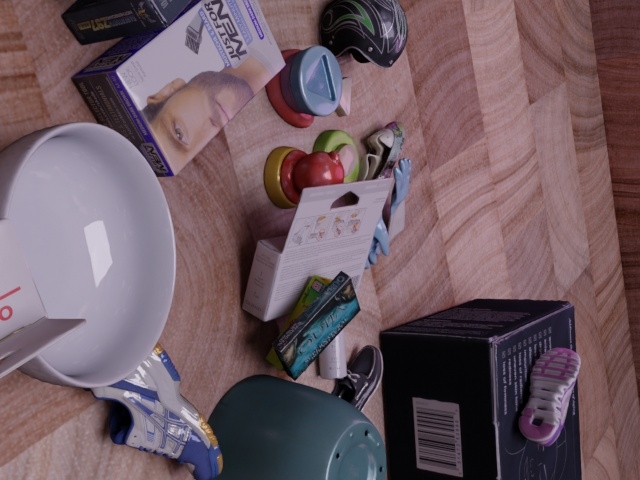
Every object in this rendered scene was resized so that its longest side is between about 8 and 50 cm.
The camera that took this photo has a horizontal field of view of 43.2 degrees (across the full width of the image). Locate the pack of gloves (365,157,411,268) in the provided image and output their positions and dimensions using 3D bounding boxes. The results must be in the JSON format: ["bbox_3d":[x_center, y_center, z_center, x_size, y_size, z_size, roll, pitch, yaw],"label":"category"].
[{"bbox_3d":[0.154,-0.053,1.742,0.195,0.046,0.232,-44,148,-37],"label":"pack of gloves"}]

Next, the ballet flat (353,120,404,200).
[{"bbox_3d":[0.124,-0.177,1.751,0.079,0.077,0.221,37,66,-42],"label":"ballet flat"}]

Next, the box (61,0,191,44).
[{"bbox_3d":[-0.239,-0.382,1.177,0.059,0.183,0.233,58,47,-35],"label":"box"}]

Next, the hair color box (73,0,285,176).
[{"bbox_3d":[-0.208,-0.270,1.283,0.339,0.110,0.185,-53,130,-37],"label":"hair color box"}]

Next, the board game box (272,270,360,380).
[{"bbox_3d":[-0.004,0.155,1.457,0.186,0.026,0.126,-46,150,-17],"label":"board game box"}]

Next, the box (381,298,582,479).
[{"bbox_3d":[0.399,0.410,1.926,0.471,0.297,0.480,-9,97,-51],"label":"box"}]

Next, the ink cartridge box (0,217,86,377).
[{"bbox_3d":[-0.424,0.066,0.792,0.207,0.353,0.119,-36,118,-47],"label":"ink cartridge box"}]

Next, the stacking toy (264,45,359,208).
[{"bbox_3d":[0.026,-0.219,1.571,0.279,0.130,0.309,-5,95,-52],"label":"stacking toy"}]

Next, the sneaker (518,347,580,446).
[{"bbox_3d":[0.504,0.347,1.763,0.236,0.095,0.104,-60,141,-27],"label":"sneaker"}]

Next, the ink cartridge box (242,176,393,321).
[{"bbox_3d":[0.000,0.000,1.511,0.296,0.066,0.261,-11,123,-53],"label":"ink cartridge box"}]

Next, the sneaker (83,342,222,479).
[{"bbox_3d":[-0.258,0.279,1.241,0.131,0.112,0.296,-39,120,-25],"label":"sneaker"}]

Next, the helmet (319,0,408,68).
[{"bbox_3d":[0.096,-0.430,1.636,0.169,0.161,0.169,0,90,-53],"label":"helmet"}]

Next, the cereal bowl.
[{"bbox_3d":[-0.339,0.020,1.057,0.339,0.141,0.339,-2,90,-65],"label":"cereal bowl"}]

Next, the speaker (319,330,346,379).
[{"bbox_3d":[0.022,0.207,1.628,0.055,0.055,0.136,-11,98,-52],"label":"speaker"}]

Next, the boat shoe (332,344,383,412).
[{"bbox_3d":[0.069,0.302,1.675,0.065,0.075,0.206,50,57,-44],"label":"boat shoe"}]

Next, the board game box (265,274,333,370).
[{"bbox_3d":[-0.021,0.157,1.507,0.181,0.043,0.092,-60,150,6],"label":"board game box"}]

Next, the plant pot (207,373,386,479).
[{"bbox_3d":[-0.029,0.393,1.413,0.293,0.235,0.293,-1,91,-52],"label":"plant pot"}]
